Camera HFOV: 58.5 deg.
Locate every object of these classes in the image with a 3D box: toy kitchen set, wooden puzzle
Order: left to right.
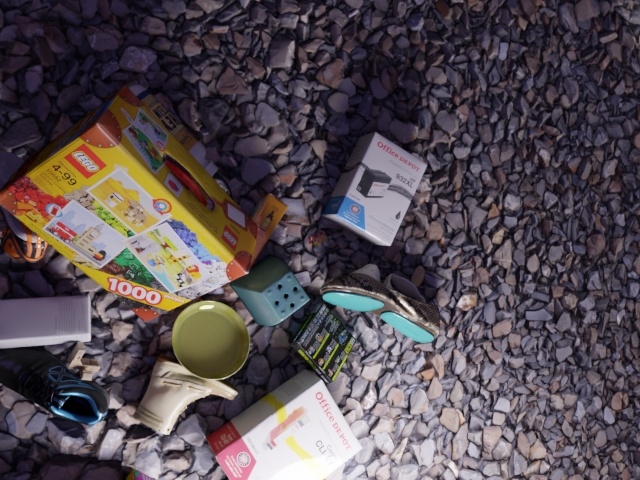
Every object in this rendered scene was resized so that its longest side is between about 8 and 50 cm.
[{"bbox_3d":[-0.640,0.334,1.574,0.083,0.068,0.075,19,114,-41],"label":"toy kitchen set"},{"bbox_3d":[0.000,0.000,1.877,0.083,0.006,0.049,-26,100,-19],"label":"wooden puzzle"}]

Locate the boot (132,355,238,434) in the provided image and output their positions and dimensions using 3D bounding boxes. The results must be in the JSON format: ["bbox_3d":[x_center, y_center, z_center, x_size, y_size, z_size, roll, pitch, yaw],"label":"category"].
[{"bbox_3d":[-0.394,0.476,1.681,0.262,0.095,0.203,26,81,-18],"label":"boot"}]

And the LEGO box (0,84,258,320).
[{"bbox_3d":[-0.462,-0.067,1.434,0.373,0.193,0.500,-26,124,24],"label":"LEGO box"}]

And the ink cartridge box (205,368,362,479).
[{"bbox_3d":[-0.108,0.624,1.758,0.385,0.160,0.279,-32,101,-18],"label":"ink cartridge box"}]

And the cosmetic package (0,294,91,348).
[{"bbox_3d":[-0.742,0.217,1.535,0.231,0.085,0.117,-1,66,-20],"label":"cosmetic package"}]

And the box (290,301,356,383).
[{"bbox_3d":[0.013,0.325,1.824,0.184,0.045,0.190,52,45,-16],"label":"box"}]

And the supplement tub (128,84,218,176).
[{"bbox_3d":[-0.463,-0.244,1.578,0.316,0.228,0.228,45,76,-16],"label":"supplement tub"}]

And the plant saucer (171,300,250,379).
[{"bbox_3d":[-0.328,0.298,1.696,0.241,0.037,0.240,14,58,-25],"label":"plant saucer"}]

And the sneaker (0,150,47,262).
[{"bbox_3d":[-0.814,-0.075,1.503,0.125,0.180,0.321,-12,61,-39],"label":"sneaker"}]

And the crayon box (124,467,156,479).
[{"bbox_3d":[-0.533,0.818,1.488,0.106,0.363,0.313,35,78,-18],"label":"crayon box"}]

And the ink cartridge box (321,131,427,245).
[{"bbox_3d":[0.180,-0.166,1.879,0.223,0.129,0.307,29,80,-19],"label":"ink cartridge box"}]

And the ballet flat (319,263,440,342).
[{"bbox_3d":[0.208,0.185,1.900,0.483,0.164,0.181,26,60,-25],"label":"ballet flat"}]

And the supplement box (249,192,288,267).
[{"bbox_3d":[-0.197,-0.030,1.764,0.078,0.080,0.233,35,80,-19],"label":"supplement box"}]

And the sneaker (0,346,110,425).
[{"bbox_3d":[-0.722,0.386,1.531,0.341,0.140,0.125,31,82,-17],"label":"sneaker"}]

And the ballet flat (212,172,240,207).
[{"bbox_3d":[-0.292,-0.127,1.730,0.074,0.074,0.203,-31,101,-18],"label":"ballet flat"}]

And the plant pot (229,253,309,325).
[{"bbox_3d":[-0.136,0.153,1.705,0.166,0.234,0.165,-36,103,-18],"label":"plant pot"}]
